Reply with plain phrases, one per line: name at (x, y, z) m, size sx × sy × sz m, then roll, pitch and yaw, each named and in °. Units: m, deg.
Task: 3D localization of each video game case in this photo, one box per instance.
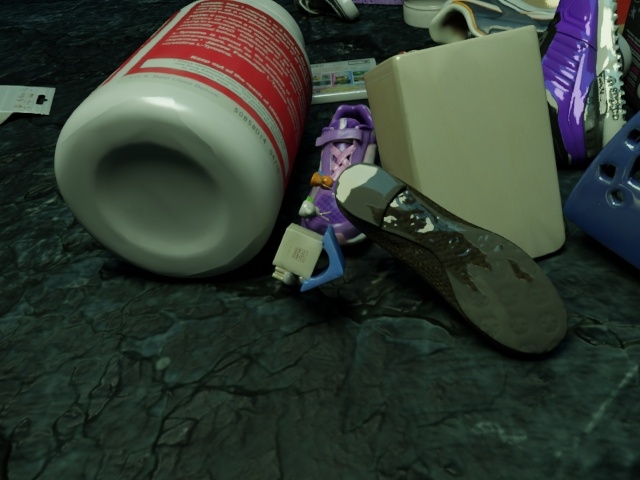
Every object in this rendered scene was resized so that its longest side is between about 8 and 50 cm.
video game case at (0.028, -0.290, 0.946) m, size 0.157 × 0.019 × 0.143 m, roll -5°, pitch 40°, yaw 3°

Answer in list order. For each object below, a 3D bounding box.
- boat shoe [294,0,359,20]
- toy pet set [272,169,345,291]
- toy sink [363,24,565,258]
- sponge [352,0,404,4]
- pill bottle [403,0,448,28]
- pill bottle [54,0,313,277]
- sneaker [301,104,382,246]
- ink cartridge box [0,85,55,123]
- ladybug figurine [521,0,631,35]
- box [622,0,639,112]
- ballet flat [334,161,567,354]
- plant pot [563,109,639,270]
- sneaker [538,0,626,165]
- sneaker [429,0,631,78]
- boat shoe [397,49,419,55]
boat shoe at (-0.014, -0.595, 1.261) m, size 0.102 × 0.108 × 0.301 m, roll -42°, pitch 55°, yaw 10°
toy pet set at (0.000, 0.000, 0.527) m, size 0.065 × 0.122 × 0.114 m, roll 23°, pitch 12°, yaw 1°
toy sink at (0.155, -0.093, 0.581) m, size 0.152 × 0.234 × 0.131 m, roll -16°, pitch 11°, yaw -8°
sponge at (0.195, -0.621, 1.298) m, size 0.210 × 0.031 × 0.117 m, roll 16°, pitch 45°, yaw 26°
pill bottle at (0.238, -0.625, 1.060) m, size 0.188 × 0.334 × 0.188 m, roll -5°, pitch 40°, yaw 4°
pill bottle at (-0.133, -0.166, 0.665) m, size 0.229 × 0.229 × 0.408 m, roll 0°, pitch 41°, yaw 10°
sneaker at (0.029, -0.091, 0.644) m, size 0.095 × 0.104 × 0.236 m, roll 3°, pitch 42°, yaw 12°
ink cartridge box at (-0.630, -0.265, 1.034) m, size 0.179 × 0.045 × 0.145 m, roll -1°, pitch 36°, yaw -20°
ladybug figurine at (0.535, -0.462, 0.946) m, size 0.449 × 0.162 × 0.305 m, roll -9°, pitch 39°, yaw -1°
box at (0.527, -0.231, 0.691) m, size 0.163 × 0.142 × 0.247 m, roll -2°, pitch 41°, yaw 6°
ballet flat at (0.116, 0.014, 0.492) m, size 0.250 × 0.058 × 0.084 m, roll 36°, pitch 83°, yaw 11°
plant pot at (0.403, -0.078, 0.450) m, size 0.236 × 0.212 × 0.236 m, roll -29°, pitch 54°, yaw -23°
sneaker at (0.312, -0.236, 0.693) m, size 0.146 × 0.102 × 0.293 m, roll -4°, pitch 73°, yaw 24°
sneaker at (0.316, -0.308, 0.836) m, size 0.127 × 0.126 × 0.321 m, roll -38°, pitch 53°, yaw -14°
boat shoe at (0.173, -0.318, 0.935) m, size 0.049 × 0.043 × 0.137 m, roll -18°, pitch 39°, yaw -8°
